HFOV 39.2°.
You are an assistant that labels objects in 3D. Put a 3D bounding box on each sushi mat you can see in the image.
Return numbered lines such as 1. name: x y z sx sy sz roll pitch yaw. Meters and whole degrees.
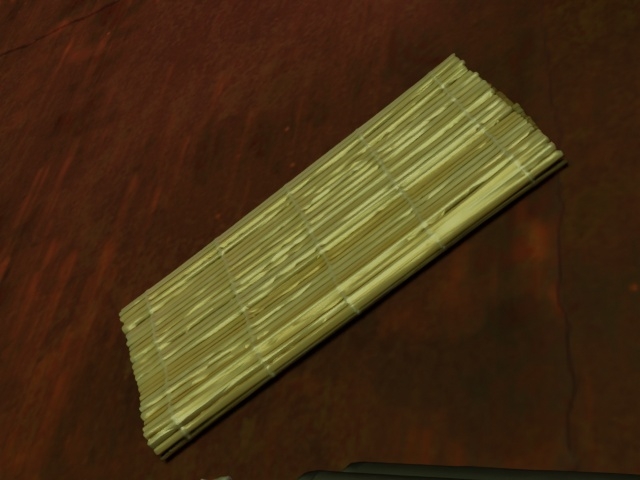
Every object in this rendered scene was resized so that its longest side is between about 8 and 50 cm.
1. sushi mat: 0.000 0.000 0.601 0.316 0.019 0.151 -37 38 4

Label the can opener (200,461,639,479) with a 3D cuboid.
1. can opener: 0.022 0.152 0.414 0.283 0.076 0.095 -7 81 34
